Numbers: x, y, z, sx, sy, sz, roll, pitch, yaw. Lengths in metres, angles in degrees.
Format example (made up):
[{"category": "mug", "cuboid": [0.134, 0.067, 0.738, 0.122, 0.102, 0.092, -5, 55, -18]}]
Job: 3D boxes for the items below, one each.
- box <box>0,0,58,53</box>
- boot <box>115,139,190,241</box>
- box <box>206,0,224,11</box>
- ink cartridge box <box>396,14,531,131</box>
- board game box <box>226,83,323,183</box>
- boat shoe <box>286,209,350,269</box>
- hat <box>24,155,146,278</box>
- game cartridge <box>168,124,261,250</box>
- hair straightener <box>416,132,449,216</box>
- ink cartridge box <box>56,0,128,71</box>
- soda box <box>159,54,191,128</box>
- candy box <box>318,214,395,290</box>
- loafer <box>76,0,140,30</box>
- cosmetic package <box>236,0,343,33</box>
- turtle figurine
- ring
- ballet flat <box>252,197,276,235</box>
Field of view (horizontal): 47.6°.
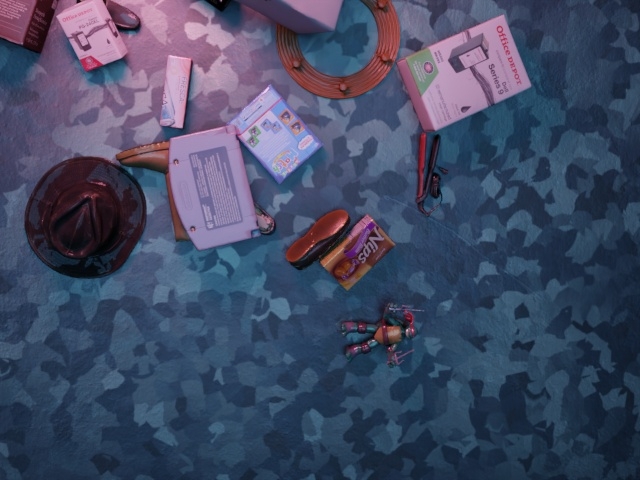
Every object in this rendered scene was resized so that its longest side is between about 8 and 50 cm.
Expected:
[{"category": "box", "cuboid": [-0.750, -0.588, 1.762, 0.167, 0.168, 0.203, 20, 95, -8]}, {"category": "boot", "cuboid": [-0.393, -0.125, 1.903, 0.236, 0.089, 0.270, -11, 100, -4]}, {"category": "box", "cuboid": [-0.301, -0.667, 1.812, 0.180, 0.147, 0.078, 34, 92, -10]}, {"category": "ink cartridge box", "cuboid": [0.380, -0.442, 1.929, 0.289, 0.121, 0.211, -25, 100, -3]}, {"category": "board game box", "cuboid": [-0.121, -0.282, 1.936, 0.160, 0.039, 0.211, -42, 99, 0]}, {"category": "boat shoe", "cuboid": [0.000, 0.000, 1.977, 0.207, 0.073, 0.073, -37, 139, 3]}, {"category": "hat", "cuboid": [-0.616, -0.053, 1.865, 0.331, 0.134, 0.332, -1, 97, -5]}, {"category": "game cartridge", "cuboid": [-0.281, -0.132, 1.859, 0.198, 0.062, 0.297, -13, 98, -6]}, {"category": "hair straightener", "cuboid": [0.313, -0.178, 1.993, 0.089, 0.047, 0.231, 2, 97, -6]}, {"category": "ink cartridge box", "cuboid": [-0.569, -0.516, 1.812, 0.109, 0.063, 0.151, -17, 118, 13]}, {"category": "soda box", "cuboid": [-0.375, -0.385, 1.886, 0.062, 0.058, 0.183, 7, 96, -7]}, {"category": "candy box", "cuboid": [0.101, 0.034, 1.985, 0.186, 0.053, 0.109, -43, 114, 2]}, {"category": "loafer", "cuboid": [-0.541, -0.582, 1.840, 0.170, 0.061, 0.062, 20, 94, -9]}, {"category": "cosmetic package", "cuboid": [-0.029, -0.763, 1.761, 0.230, 0.161, 0.454, 17, 89, -40]}, {"category": "turtle figurine", "cuboid": [0.182, 0.264, 2.002, 0.234, 0.118, 0.175, -10, 84, 10]}, {"category": "ring", "cuboid": [0.049, -0.546, 1.926, 0.336, 0.032, 0.337, -1, 97, -6]}, {"category": "ballet flat", "cuboid": [-0.193, -0.083, 1.942, 0.188, 0.070, 0.070, 37, 92, -9]}]
